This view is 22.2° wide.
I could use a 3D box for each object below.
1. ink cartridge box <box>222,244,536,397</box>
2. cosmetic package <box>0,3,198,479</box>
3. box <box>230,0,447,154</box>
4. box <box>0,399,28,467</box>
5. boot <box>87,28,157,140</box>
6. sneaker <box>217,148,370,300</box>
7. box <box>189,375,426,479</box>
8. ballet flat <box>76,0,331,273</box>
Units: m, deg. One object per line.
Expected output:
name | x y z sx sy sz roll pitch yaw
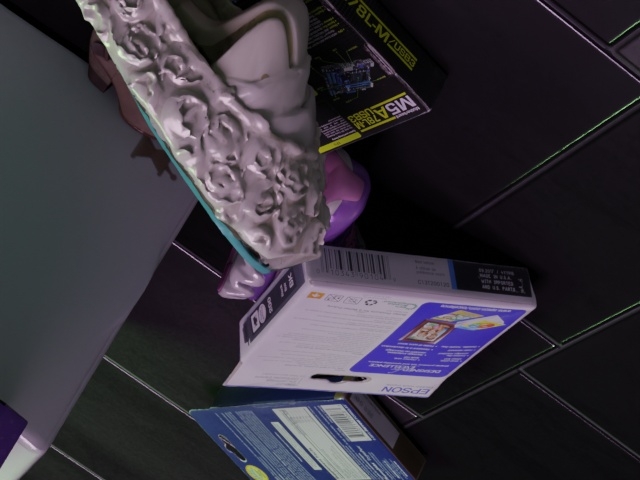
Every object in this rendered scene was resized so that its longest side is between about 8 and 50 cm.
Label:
ink cartridge box | 0.043 0.073 1.384 0.206 0.045 0.208 6 150 -23
cosmetic package | -0.352 0.030 1.427 0.327 0.329 0.394 34 145 -9
box | -0.032 -0.144 1.231 0.184 0.045 0.191 42 143 -23
box | -0.375 0.122 1.218 0.201 0.057 0.293 44 141 -21
boot | -0.139 -0.132 1.324 0.118 0.042 0.087 34 143 -10
sneaker | 0.000 0.000 1.366 0.105 0.095 0.236 27 152 -11
box | -0.018 0.199 1.678 0.225 0.036 0.136 -10 131 40
ballet flat | -0.092 -0.164 1.107 0.147 0.147 0.409 -25 104 50
